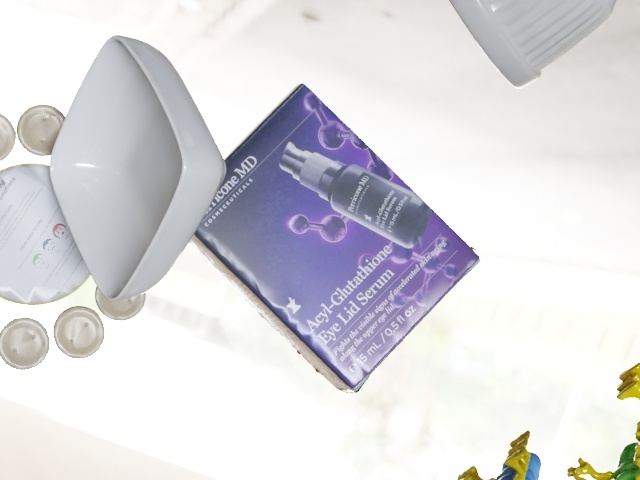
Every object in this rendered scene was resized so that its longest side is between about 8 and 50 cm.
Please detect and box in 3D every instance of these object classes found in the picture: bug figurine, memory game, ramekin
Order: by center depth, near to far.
[{"bbox_3d":[-0.199,-0.003,1.287,0.186,0.186,0.012,20,173,-16],"label":"memory game"},{"bbox_3d":[0.154,-0.239,1.515,0.207,0.109,0.207,53,-165,-20],"label":"ramekin"},{"bbox_3d":[0.225,0.192,1.562,0.072,0.279,0.216,47,-148,-11],"label":"bug figurine"}]

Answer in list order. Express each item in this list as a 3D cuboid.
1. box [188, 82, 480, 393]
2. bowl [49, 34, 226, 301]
[{"bbox_3d":[0.000,0.000,1.514,0.207,0.153,0.108,43,172,-2],"label":"box"},{"bbox_3d":[-0.115,-0.048,1.218,0.053,0.142,0.142,-2,-133,-36],"label":"bowl"}]
